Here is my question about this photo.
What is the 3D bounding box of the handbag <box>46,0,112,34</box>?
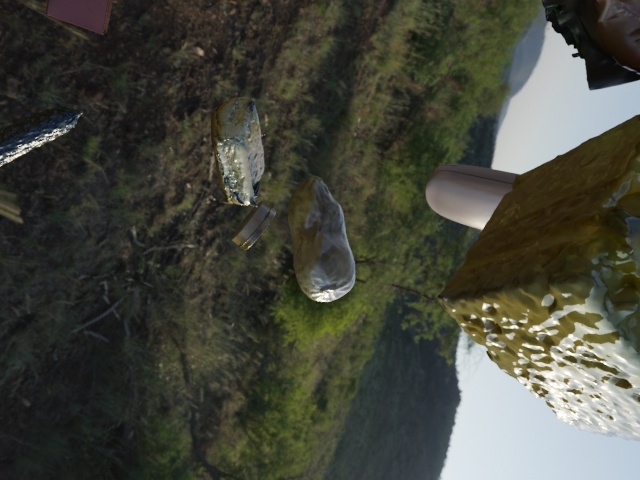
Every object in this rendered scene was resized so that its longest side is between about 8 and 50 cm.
[{"bbox_3d":[-0.541,-0.591,1.118,0.063,0.127,0.190,-109,-142,-58],"label":"handbag"}]

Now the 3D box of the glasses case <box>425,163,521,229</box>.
[{"bbox_3d":[0.329,-0.061,0.848,0.075,0.296,0.113,-60,154,-28],"label":"glasses case"}]

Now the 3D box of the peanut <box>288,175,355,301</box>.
[{"bbox_3d":[0.000,0.000,0.974,0.137,0.122,0.253,-107,-171,-88],"label":"peanut"}]

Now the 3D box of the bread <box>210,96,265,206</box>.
[{"bbox_3d":[-0.085,-0.088,0.497,0.106,0.053,0.072,94,5,-54],"label":"bread"}]

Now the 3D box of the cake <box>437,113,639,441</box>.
[{"bbox_3d":[0.306,0.015,0.475,0.286,0.222,0.227,-50,-174,-22],"label":"cake"}]

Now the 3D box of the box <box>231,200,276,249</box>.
[{"bbox_3d":[-0.135,-0.031,0.982,0.105,0.037,0.105,-47,-166,16],"label":"box"}]

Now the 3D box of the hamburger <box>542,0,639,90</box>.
[{"bbox_3d":[0.273,-0.222,0.330,0.262,0.243,0.139,46,39,-46],"label":"hamburger"}]

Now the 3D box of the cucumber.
[{"bbox_3d":[-0.652,-0.214,1.049,0.300,0.072,0.072,-30,161,-10],"label":"cucumber"}]
